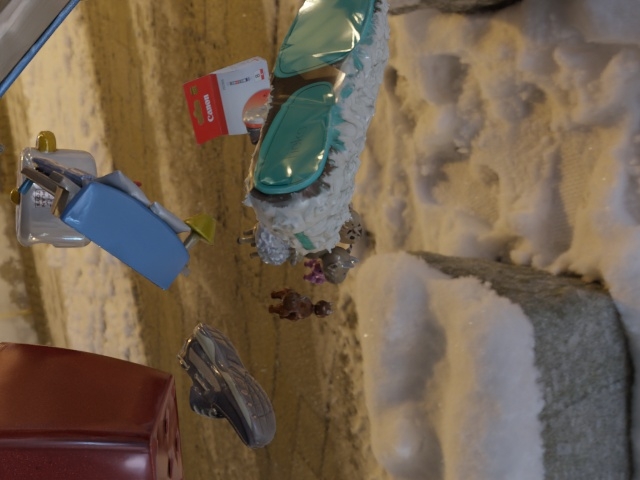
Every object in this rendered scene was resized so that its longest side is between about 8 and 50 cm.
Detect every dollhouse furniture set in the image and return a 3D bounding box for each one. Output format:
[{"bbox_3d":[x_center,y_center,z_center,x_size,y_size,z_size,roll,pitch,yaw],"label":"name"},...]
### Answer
[{"bbox_3d":[-0.261,-0.124,0.730,0.286,0.303,0.198,21,73,49],"label":"dollhouse furniture set"}]

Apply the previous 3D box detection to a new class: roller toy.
[{"bbox_3d":[-0.513,-0.083,1.259,0.209,0.146,0.191,-60,39,42],"label":"roller toy"}]

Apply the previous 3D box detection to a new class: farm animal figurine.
[{"bbox_3d":[0.000,0.000,1.399,0.172,0.330,0.326,-4,130,26],"label":"farm animal figurine"}]

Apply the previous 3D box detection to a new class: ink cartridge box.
[{"bbox_3d":[-0.183,-0.284,1.362,0.045,0.179,0.145,35,144,41],"label":"ink cartridge box"}]

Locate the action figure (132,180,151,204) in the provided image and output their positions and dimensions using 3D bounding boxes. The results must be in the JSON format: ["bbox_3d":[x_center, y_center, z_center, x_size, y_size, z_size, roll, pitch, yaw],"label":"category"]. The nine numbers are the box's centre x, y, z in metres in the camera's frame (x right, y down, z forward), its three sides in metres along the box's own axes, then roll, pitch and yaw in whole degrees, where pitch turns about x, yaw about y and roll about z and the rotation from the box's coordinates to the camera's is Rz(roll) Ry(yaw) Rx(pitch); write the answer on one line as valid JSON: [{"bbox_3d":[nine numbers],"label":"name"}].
[{"bbox_3d":[-0.510,-0.102,1.731,0.280,0.139,0.091,-128,32,-65],"label":"action figure"}]

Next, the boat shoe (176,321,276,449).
[{"bbox_3d":[-0.218,0.339,1.470,0.130,0.132,0.355,-45,45,4],"label":"boat shoe"}]

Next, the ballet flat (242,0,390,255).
[{"bbox_3d":[0.007,-0.154,0.785,0.147,0.147,0.409,-44,25,52],"label":"ballet flat"}]

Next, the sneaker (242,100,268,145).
[{"bbox_3d":[-0.075,-0.212,1.157,0.061,0.158,0.065,24,131,37],"label":"sneaker"}]

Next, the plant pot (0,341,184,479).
[{"bbox_3d":[-0.297,0.284,0.793,0.267,0.236,0.267,-106,13,-77],"label":"plant pot"}]
